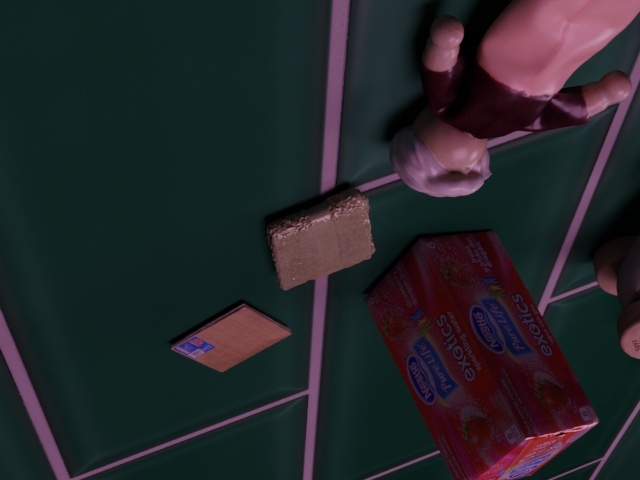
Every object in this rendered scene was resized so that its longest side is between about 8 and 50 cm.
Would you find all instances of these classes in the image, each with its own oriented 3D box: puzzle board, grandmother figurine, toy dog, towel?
[{"bbox_3d":[-0.098,0.107,1.541,0.096,0.011,0.128,-29,154,12],"label":"puzzle board"},{"bbox_3d":[0.172,-0.149,1.192,0.208,0.104,0.342,21,139,-21],"label":"grandmother figurine"},{"bbox_3d":[0.462,0.010,1.665,0.161,0.220,0.333,9,155,-16],"label":"toy dog"},{"bbox_3d":[0.000,0.000,1.400,0.110,0.027,0.148,-22,156,-4],"label":"towel"}]

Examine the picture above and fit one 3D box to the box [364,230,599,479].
[{"bbox_3d":[0.173,0.130,1.538,0.123,0.256,0.128,-6,149,-38],"label":"box"}]
